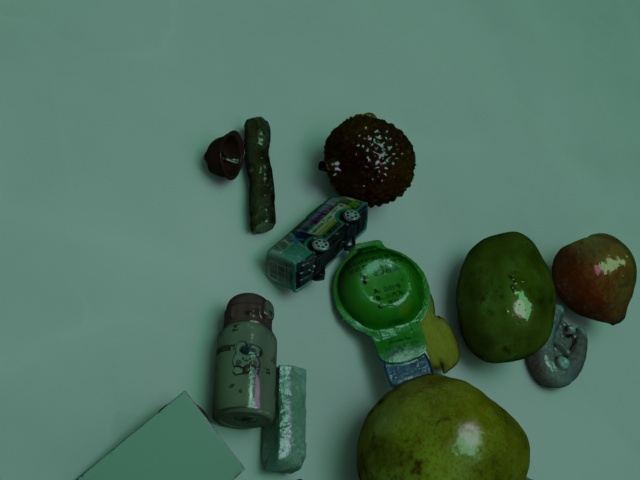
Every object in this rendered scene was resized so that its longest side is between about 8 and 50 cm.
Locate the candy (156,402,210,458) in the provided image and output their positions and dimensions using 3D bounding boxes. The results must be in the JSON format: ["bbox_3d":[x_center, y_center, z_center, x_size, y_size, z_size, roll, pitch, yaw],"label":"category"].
[{"bbox_3d":[-0.231,0.318,1.490,0.103,0.043,0.103,17,57,-28],"label":"candy"}]

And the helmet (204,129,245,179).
[{"bbox_3d":[-0.198,-0.168,1.775,0.111,0.057,0.089,-65,145,-49],"label":"helmet"}]

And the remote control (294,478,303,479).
[{"bbox_3d":[-0.007,0.531,1.531,0.063,0.025,0.245,-6,66,-46],"label":"remote control"}]

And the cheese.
[{"bbox_3d":[0.136,0.142,1.805,0.203,0.083,0.321,-11,65,-13],"label":"cheese"}]

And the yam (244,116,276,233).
[{"bbox_3d":[-0.122,-0.132,1.810,0.061,0.061,0.253,11,60,-32],"label":"yam"}]

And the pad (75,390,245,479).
[{"bbox_3d":[-0.259,0.378,1.421,0.245,0.006,0.170,-39,92,-28],"label":"pad"}]

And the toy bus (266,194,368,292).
[{"bbox_3d":[0.000,0.000,1.794,0.109,0.091,0.261,22,40,25],"label":"toy bus"}]

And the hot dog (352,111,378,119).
[{"bbox_3d":[0.129,-0.220,2.055,0.071,0.045,0.165,-18,77,-43],"label":"hot dog"}]

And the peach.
[{"bbox_3d":[0.683,0.098,2.189,0.232,0.232,0.233,18,57,-29],"label":"peach"}]

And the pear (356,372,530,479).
[{"bbox_3d":[0.213,0.400,1.615,0.303,0.304,0.304,18,57,-29],"label":"pear"}]

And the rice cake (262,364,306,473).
[{"bbox_3d":[-0.063,0.315,1.604,0.069,0.063,0.207,21,55,-29],"label":"rice cake"}]

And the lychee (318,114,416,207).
[{"bbox_3d":[0.095,-0.167,1.911,0.238,0.200,0.200,-11,73,-31],"label":"lychee"}]

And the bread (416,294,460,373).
[{"bbox_3d":[0.227,0.195,1.895,0.149,0.065,0.188,12,56,-44],"label":"bread"}]

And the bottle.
[{"bbox_3d":[-0.131,0.207,1.583,0.109,0.110,0.233,19,57,-28],"label":"bottle"}]

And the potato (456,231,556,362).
[{"bbox_3d":[0.404,0.127,1.962,0.215,0.216,0.305,25,46,-24],"label":"potato"}]

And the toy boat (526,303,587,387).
[{"bbox_3d":[0.565,0.248,2.097,0.155,0.085,0.227,47,47,-7],"label":"toy boat"}]

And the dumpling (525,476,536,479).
[{"bbox_3d":[0.408,0.527,1.821,0.187,0.108,0.127,8,35,-18],"label":"dumpling"}]
